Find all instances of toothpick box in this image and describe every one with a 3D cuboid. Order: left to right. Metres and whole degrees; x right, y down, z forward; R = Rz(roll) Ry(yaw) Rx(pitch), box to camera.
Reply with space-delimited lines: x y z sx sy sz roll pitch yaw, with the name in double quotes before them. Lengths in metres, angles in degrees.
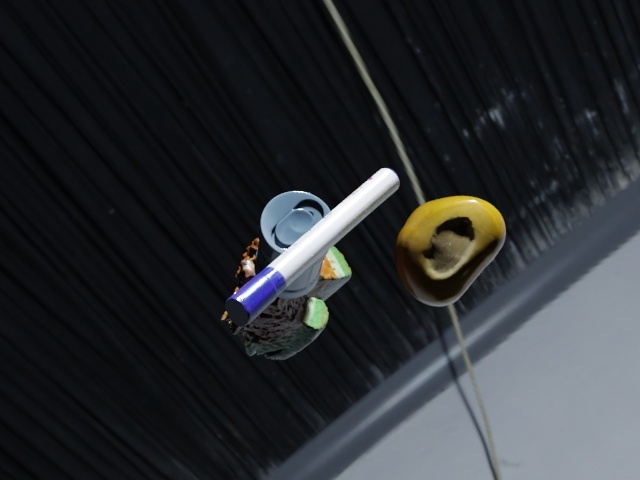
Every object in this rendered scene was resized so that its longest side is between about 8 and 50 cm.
"toothpick box" -0.039 0.009 1.374 0.101 0.153 0.101 3 66 -7

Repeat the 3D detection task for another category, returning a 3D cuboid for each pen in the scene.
"pen" 0.000 -0.001 1.021 0.033 0.033 0.269 5 35 43

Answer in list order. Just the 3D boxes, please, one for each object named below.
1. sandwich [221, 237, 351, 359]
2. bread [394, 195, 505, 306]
"sandwich" -0.055 0.101 1.707 0.250 0.301 0.162 -37 68 -2
"bread" 0.107 0.008 0.847 0.093 0.074 0.239 -52 -7 2
